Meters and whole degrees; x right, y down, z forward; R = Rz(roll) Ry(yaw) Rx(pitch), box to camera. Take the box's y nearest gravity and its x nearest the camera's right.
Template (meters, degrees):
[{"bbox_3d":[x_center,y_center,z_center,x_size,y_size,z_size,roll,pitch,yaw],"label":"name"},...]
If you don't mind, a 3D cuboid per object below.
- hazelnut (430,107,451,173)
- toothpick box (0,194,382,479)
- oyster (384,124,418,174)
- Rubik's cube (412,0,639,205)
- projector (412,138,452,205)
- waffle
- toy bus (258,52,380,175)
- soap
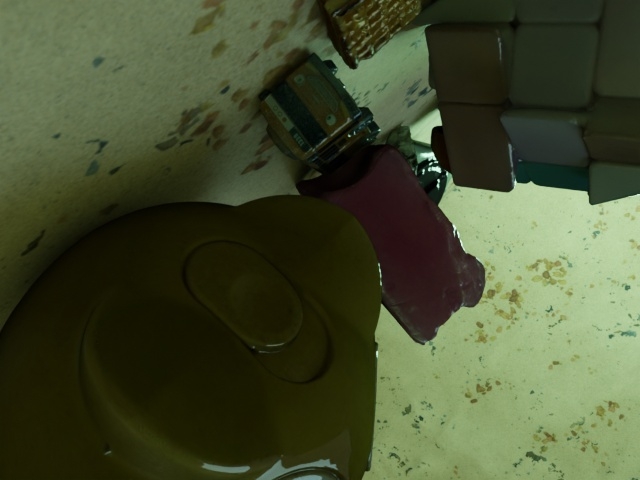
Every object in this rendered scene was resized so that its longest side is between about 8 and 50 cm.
[{"bbox_3d":[0.338,-0.239,1.264,0.217,0.217,0.251,-18,134,-66],"label":"hazelnut"},{"bbox_3d":[-0.137,0.171,0.682,0.409,0.409,0.425,-30,164,-45],"label":"toothpick box"},{"bbox_3d":[0.065,-0.075,1.209,0.351,0.158,0.162,-47,-147,3],"label":"oyster"},{"bbox_3d":[0.327,-0.235,0.801,0.387,0.359,0.367,-28,125,-52],"label":"Rubik's cube"},{"bbox_3d":[0.194,-0.091,1.400,0.259,0.079,0.257,-1,122,-54],"label":"projector"},{"bbox_3d":[0.049,-0.228,0.598,0.102,0.042,0.148,-41,171,5],"label":"waffle"},{"bbox_3d":[0.000,-0.136,0.722,0.103,0.091,0.182,-38,174,8],"label":"toy bus"},{"bbox_3d":[0.086,-0.015,0.909,0.128,0.233,0.359,-37,-170,0],"label":"soap"}]
